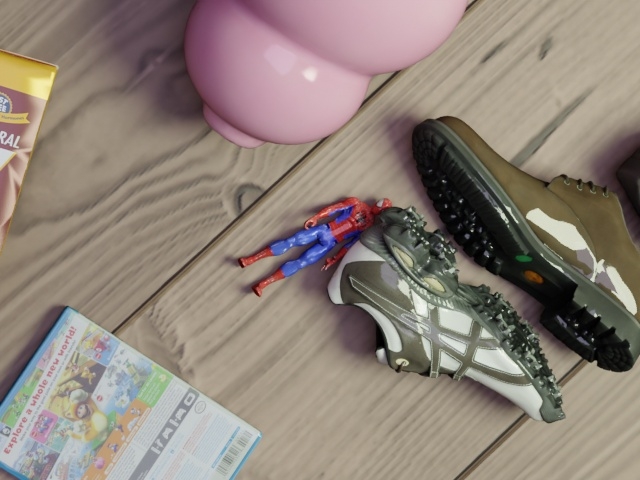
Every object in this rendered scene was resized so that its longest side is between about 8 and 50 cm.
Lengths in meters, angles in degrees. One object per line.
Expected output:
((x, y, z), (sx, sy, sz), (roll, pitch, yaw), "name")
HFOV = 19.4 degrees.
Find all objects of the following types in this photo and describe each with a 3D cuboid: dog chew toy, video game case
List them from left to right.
((-0.141, 0.140, 1.314), (0.166, 0.015, 0.119), (34, 88, -11), "video game case")
((0.027, -0.204, 1.226), (0.207, 0.206, 0.332), (30, 108, -11), "dog chew toy")

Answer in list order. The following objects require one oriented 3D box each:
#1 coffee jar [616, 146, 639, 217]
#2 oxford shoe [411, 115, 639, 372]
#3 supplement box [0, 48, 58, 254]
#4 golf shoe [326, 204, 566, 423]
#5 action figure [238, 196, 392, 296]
((0.308, -0.063, 1.348), (0.184, 0.079, 0.096), (-34, 107, -7), "coffee jar")
((0.158, -0.015, 1.335), (0.227, 0.083, 0.096), (44, 67, -11), "oxford shoe")
((-0.258, -0.038, 1.188), (0.129, 0.194, 0.191), (17, 91, -11), "supplement box")
((0.090, 0.068, 1.331), (0.094, 0.077, 0.198), (-42, 100, 15), "golf shoe")
((0.000, 0.000, 1.324), (0.115, 0.030, 0.038), (-29, 94, -9), "action figure")
